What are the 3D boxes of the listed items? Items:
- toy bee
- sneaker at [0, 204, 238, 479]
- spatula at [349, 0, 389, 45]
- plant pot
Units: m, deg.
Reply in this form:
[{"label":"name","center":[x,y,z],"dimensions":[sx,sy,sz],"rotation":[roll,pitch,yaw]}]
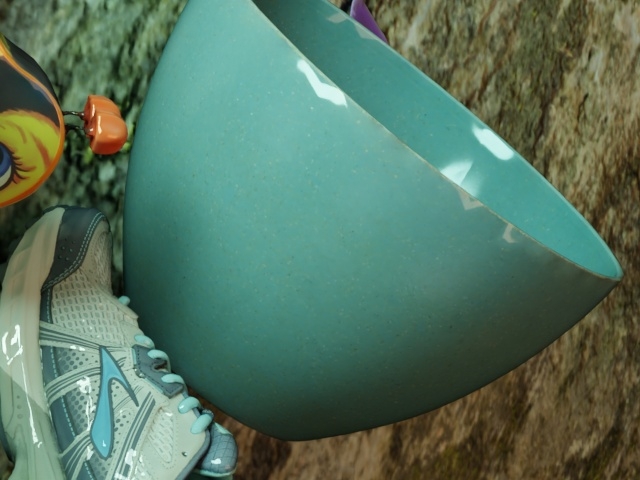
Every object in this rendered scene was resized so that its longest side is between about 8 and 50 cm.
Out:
[{"label":"toy bee","center":[-0.179,-0.082,0.900],"dimensions":[0.162,0.195,0.298],"rotation":[-11,134,-11]},{"label":"sneaker","center":[-0.102,0.104,0.983],"dimensions":[0.110,0.122,0.283],"rotation":[81,3,-56]},{"label":"spatula","center":[-0.003,-0.026,1.251],"dimensions":[0.084,0.030,0.296],"rotation":[53,52,-45]},{"label":"plant pot","center":[0.000,0.000,1.091],"dimensions":[0.195,0.290,0.290],"rotation":[-51,144,12]}]
